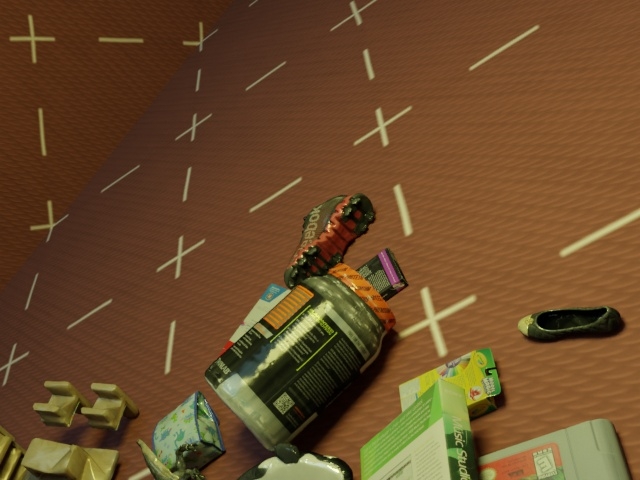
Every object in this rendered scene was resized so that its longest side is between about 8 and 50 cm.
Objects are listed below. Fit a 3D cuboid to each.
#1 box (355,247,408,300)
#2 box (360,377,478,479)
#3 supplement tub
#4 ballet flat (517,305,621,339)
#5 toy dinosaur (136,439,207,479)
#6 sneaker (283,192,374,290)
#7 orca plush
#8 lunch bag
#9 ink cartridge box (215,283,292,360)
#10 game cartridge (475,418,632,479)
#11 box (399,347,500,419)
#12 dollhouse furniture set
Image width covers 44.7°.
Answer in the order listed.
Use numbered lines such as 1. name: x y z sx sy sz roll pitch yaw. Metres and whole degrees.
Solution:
1. box: 0.098 0.098 1.634 0.162 0.029 0.116 -35 34 11
2. box: 0.146 0.399 1.155 0.232 0.059 0.322 -51 26 36
3. supplement tub: -0.032 0.212 1.465 0.338 0.207 0.207 -42 32 -12
4. ballet flat: 0.400 0.126 1.265 0.173 0.049 0.057 -12 44 39
5. toy dinosaur: -0.279 0.462 1.511 0.118 0.064 0.268 -47 55 13
6. sneaker: 0.000 0.000 1.782 0.276 0.097 0.135 -52 34 -15
7. orca plush: -0.051 0.441 1.400 0.287 0.102 0.151 -38 77 27
8. lunch bag: -0.283 0.408 1.638 0.129 0.096 0.151 -38 43 9
9. ink cartridge box: -0.116 0.216 1.685 0.134 0.078 0.231 16 65 53
10. game cartridge: 0.294 0.384 1.096 0.294 0.060 0.196 -28 41 23
11. box: 0.222 0.259 1.317 0.179 0.043 0.105 -31 35 23
12. dollhouse furniture set: -0.644 0.547 1.824 0.394 0.256 0.362 0 51 20
